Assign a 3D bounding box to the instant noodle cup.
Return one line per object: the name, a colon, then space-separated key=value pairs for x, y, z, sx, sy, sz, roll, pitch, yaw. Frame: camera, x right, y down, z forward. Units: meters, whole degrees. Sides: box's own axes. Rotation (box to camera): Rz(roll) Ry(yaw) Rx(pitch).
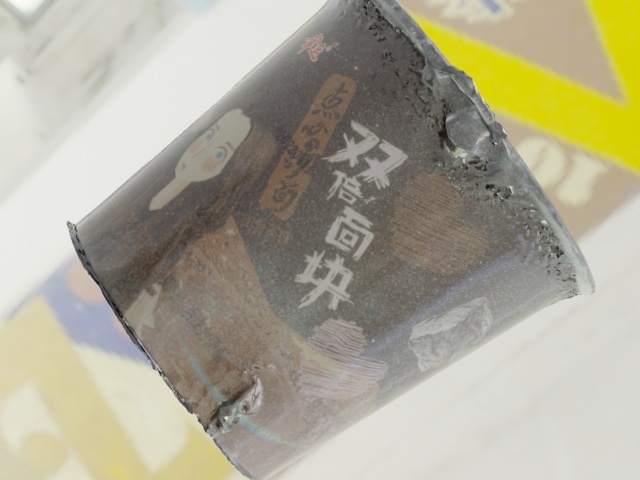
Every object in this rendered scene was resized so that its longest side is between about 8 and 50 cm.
instant noodle cup: x=0.000 y=0.000 z=0.962 sx=0.207 sy=0.217 sz=0.217 roll=-36 pitch=-163 yaw=1
